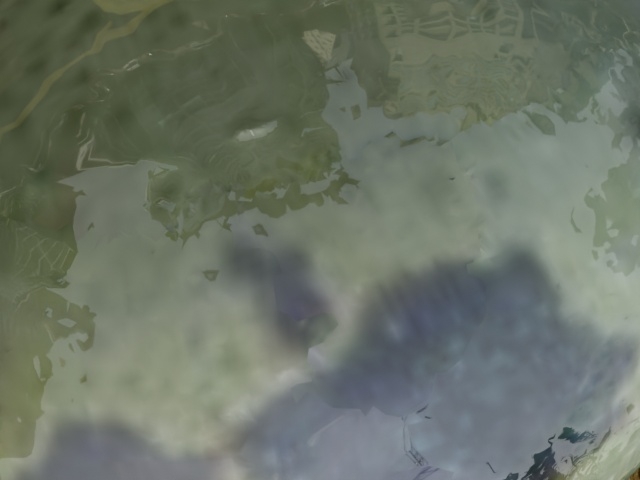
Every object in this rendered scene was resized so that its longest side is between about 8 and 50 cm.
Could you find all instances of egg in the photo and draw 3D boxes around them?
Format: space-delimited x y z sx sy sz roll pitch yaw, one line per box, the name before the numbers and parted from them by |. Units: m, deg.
egg | 0.000 0.000 0.645 0.428 0.345 0.345 -17 123 -15

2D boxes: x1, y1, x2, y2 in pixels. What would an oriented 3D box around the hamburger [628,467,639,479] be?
hamburger | 0.388 0.158 1.113 0.319 0.318 0.158 -9 126 -18
